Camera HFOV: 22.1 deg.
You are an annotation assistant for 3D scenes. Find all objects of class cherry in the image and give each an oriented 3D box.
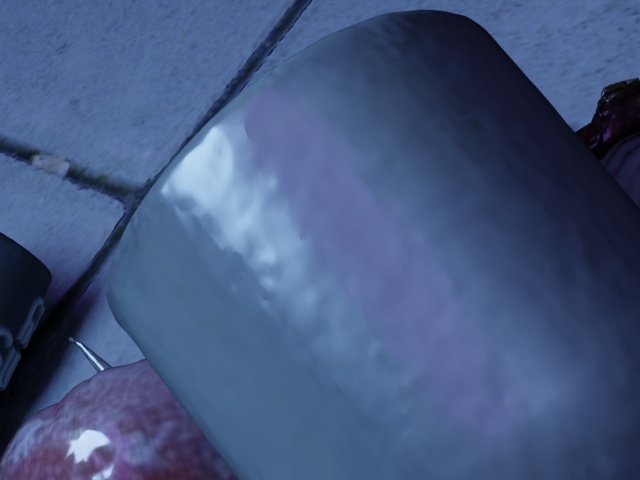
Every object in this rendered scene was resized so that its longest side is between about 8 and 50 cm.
[{"bbox_3d":[-0.120,0.188,1.203,0.236,0.213,0.285,-41,63,22],"label":"cherry"}]

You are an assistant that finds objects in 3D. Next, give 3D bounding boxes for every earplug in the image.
[{"bbox_3d":[0.102,0.094,1.016,0.313,0.312,0.394,-40,67,0],"label":"earplug"}]

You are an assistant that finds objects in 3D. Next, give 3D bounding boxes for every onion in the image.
[{"bbox_3d":[0.220,-0.049,1.219,0.206,0.151,0.098,-21,17,-8],"label":"onion"}]

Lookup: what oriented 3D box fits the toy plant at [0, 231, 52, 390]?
[{"bbox_3d":[-0.389,0.168,1.443,0.279,0.185,0.400,16,71,37],"label":"toy plant"}]
